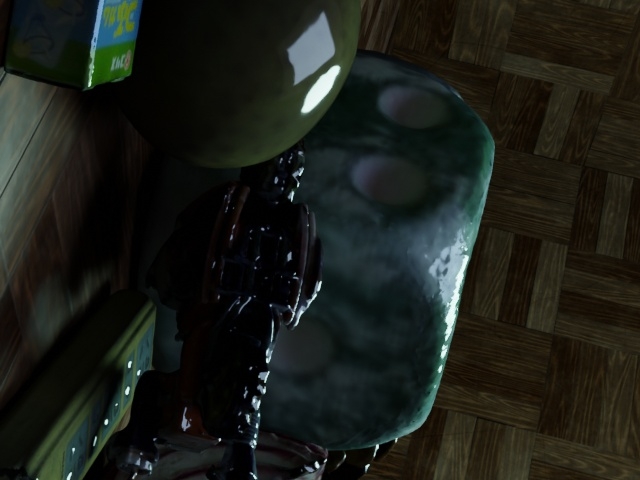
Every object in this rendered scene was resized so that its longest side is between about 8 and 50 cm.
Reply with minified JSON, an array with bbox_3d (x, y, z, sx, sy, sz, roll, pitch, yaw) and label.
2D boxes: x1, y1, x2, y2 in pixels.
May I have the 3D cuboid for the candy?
[{"bbox_3d":[-0.146,-0.199,0.819,0.097,0.062,0.194,-58,161,-76],"label":"candy"}]

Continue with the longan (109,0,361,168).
[{"bbox_3d":[-0.069,-0.159,0.994,0.220,0.196,0.196,-48,-175,22],"label":"longan"}]

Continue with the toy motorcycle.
[{"bbox_3d":[-0.095,0.100,1.089,0.207,0.134,0.401,-36,-138,57],"label":"toy motorcycle"}]

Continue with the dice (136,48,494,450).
[{"bbox_3d":[0.000,0.000,1.402,0.348,0.328,0.330,-70,172,-49],"label":"dice"}]

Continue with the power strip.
[{"bbox_3d":[-0.209,0.151,1.050,0.387,0.066,0.092,-62,163,-67],"label":"power strip"}]

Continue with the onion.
[{"bbox_3d":[-0.162,0.305,1.359,0.314,0.146,0.280,-23,153,-34],"label":"onion"}]

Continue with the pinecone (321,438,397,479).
[{"bbox_3d":[-0.049,0.215,1.622,0.296,0.298,0.242,87,25,-69],"label":"pinecone"}]
